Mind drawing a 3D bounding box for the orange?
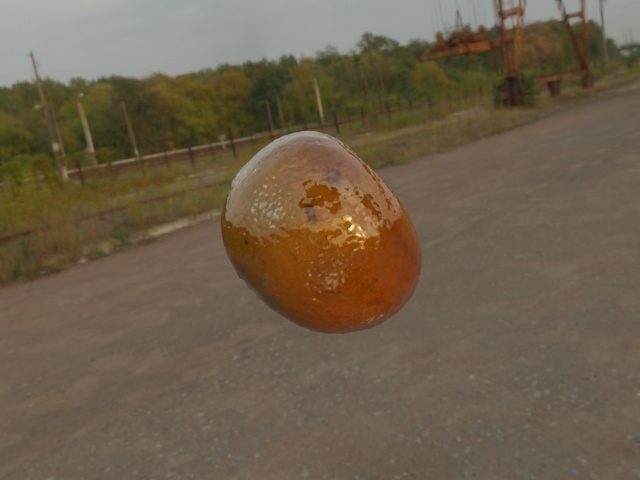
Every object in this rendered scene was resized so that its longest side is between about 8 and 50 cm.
[{"bbox_3d":[0.000,0.000,0.715,0.170,0.224,0.224,-38,10,2],"label":"orange"}]
